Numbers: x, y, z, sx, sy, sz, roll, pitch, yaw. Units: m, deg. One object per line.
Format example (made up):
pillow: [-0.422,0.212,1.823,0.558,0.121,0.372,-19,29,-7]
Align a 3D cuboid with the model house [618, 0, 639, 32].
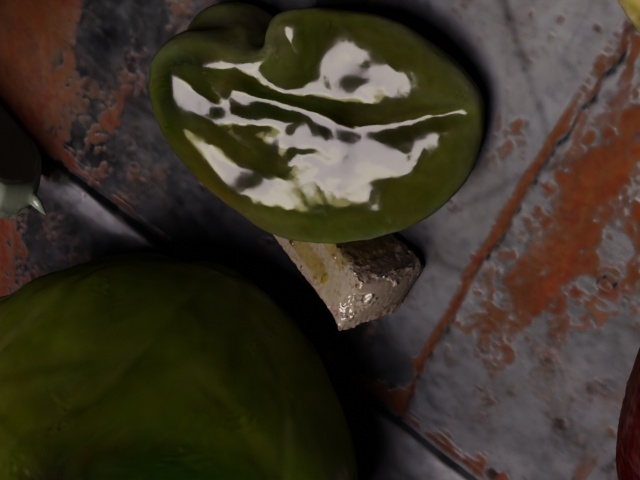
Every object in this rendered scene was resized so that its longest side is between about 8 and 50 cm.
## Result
model house: [0.214,-0.164,0.759,0.254,0.160,0.196,-30,99,43]

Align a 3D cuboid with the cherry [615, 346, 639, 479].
cherry: [0.262,0.109,0.867,0.230,0.203,0.300,33,139,4]

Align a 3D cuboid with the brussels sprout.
brussels sprout: [-0.130,0.172,1.140,0.344,0.344,0.268,-10,147,38]

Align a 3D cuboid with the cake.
cake: [0.000,0.000,1.077,0.121,0.065,0.052,38,130,18]

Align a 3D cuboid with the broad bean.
broad bean: [-0.006,-0.072,1.020,0.206,0.072,0.153,20,124,23]

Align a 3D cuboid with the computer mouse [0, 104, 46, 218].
computer mouse: [-0.259,-0.079,1.178,0.056,0.089,0.182,-37,98,32]
